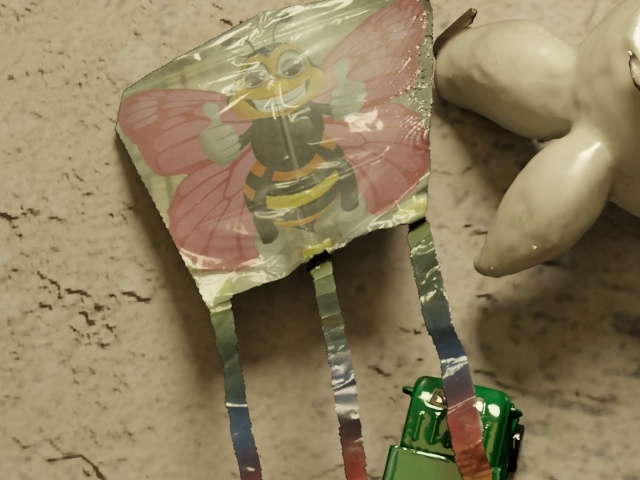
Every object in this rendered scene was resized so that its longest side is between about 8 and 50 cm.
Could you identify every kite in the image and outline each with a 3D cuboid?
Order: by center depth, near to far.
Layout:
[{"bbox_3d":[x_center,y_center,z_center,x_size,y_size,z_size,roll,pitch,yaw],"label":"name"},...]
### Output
[{"bbox_3d":[-0.001,-0.002,0.808,0.204,0.022,0.360,-20,54,6],"label":"kite"}]

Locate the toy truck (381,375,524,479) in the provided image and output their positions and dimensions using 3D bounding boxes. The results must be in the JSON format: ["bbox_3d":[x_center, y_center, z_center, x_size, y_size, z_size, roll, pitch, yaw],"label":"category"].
[{"bbox_3d":[0.060,0.142,0.763,0.065,0.079,0.147,11,70,12],"label":"toy truck"}]

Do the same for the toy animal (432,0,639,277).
[{"bbox_3d":[0.219,-0.101,0.792,0.325,0.154,0.209,-15,58,11],"label":"toy animal"}]
